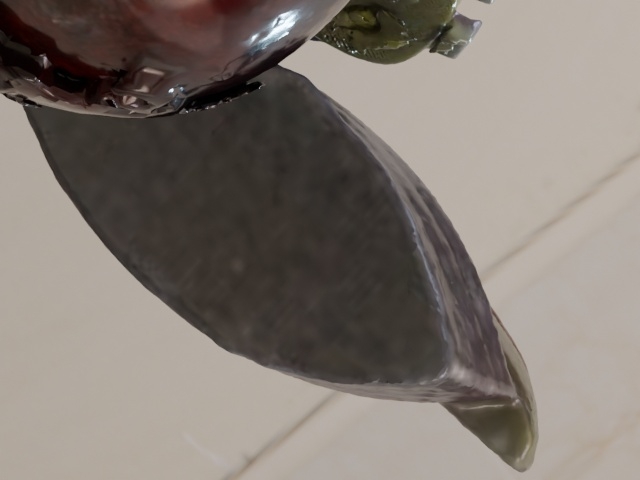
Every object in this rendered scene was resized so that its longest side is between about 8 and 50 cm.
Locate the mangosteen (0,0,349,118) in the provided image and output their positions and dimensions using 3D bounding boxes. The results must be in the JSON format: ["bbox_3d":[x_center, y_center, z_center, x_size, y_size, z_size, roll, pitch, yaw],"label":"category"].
[{"bbox_3d":[-0.045,-0.120,0.539,0.166,0.166,0.180,-2,-155,28],"label":"mangosteen"}]

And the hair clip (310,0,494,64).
[{"bbox_3d":[0.004,-0.124,0.827,0.146,0.187,0.056,25,-104,-2],"label":"hair clip"}]

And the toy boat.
[{"bbox_3d":[0.002,0.004,0.864,0.276,0.293,0.111,39,-87,32],"label":"toy boat"}]
